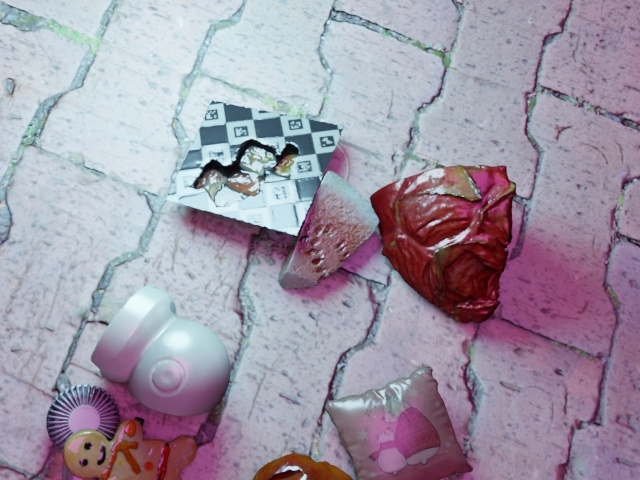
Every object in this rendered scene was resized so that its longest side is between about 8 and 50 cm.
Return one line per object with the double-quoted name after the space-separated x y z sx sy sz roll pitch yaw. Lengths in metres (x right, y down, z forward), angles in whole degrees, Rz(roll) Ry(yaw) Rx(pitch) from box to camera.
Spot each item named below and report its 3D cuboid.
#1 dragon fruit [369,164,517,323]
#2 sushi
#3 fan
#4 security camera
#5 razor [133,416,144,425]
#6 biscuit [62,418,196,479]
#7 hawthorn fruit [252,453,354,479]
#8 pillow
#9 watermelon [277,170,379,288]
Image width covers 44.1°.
0.300 0.003 1.610 0.240 0.302 0.330 -18 88 -43 "dragon fruit"
-0.132 -0.146 1.630 0.294 0.059 0.292 14 59 10 "sushi"
-0.436 0.385 1.437 0.130 0.074 0.244 6 78 -18 "fan"
-0.273 0.217 1.443 0.236 0.194 0.194 34 72 2 "security camera"
-0.352 0.406 1.461 0.028 0.044 0.154 26 72 -28 "razor"
-0.346 0.401 1.421 0.234 0.030 0.153 23 75 -24 "biscuit"
-0.023 0.527 1.383 0.211 0.211 0.299 -1 73 -9 "hawthorn fruit"
0.151 0.378 1.515 0.236 0.084 0.223 -17 78 -9 "pillow"
0.000 0.000 1.611 0.154 0.094 0.241 37 73 -7 "watermelon"
